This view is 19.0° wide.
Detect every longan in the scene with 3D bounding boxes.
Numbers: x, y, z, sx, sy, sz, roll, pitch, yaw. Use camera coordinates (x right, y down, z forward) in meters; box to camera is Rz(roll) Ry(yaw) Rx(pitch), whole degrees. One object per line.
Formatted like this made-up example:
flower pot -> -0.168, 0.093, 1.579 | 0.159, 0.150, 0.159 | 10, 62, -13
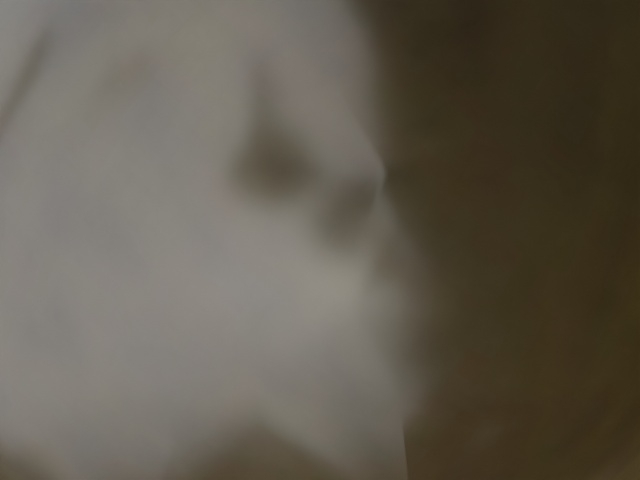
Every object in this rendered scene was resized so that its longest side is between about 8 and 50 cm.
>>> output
longan -> 0.000, 0.000, 0.765 | 0.404, 0.336, 0.405 | -179, 90, -72
